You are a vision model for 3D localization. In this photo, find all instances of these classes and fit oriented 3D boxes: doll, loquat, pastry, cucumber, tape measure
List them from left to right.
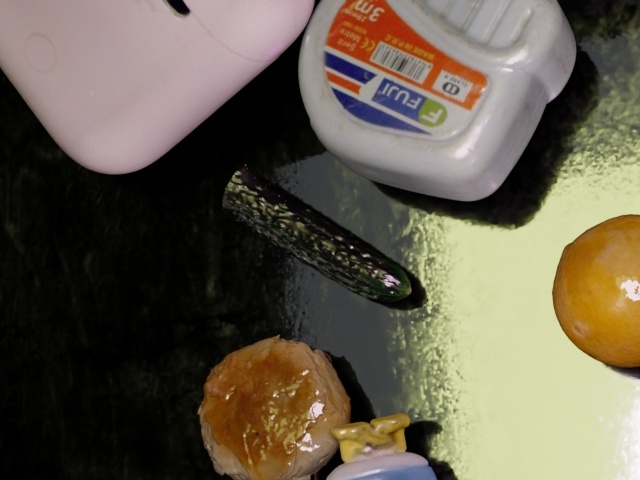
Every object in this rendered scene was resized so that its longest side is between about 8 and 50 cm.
[{"bbox_3d":[-0.046,0.165,1.388,0.153,0.081,0.153,-4,80,24],"label":"pastry"},{"bbox_3d":[0.000,0.000,1.417,0.215,0.058,0.052,31,57,20],"label":"cucumber"},{"bbox_3d":[0.068,0.280,1.315,0.099,0.135,0.241,-30,66,43],"label":"doll"},{"bbox_3d":[0.101,-0.168,1.377,0.243,0.125,0.246,28,88,27],"label":"tape measure"},{"bbox_3d":[0.272,0.041,1.265,0.141,0.141,0.141,-4,78,20],"label":"loquat"}]

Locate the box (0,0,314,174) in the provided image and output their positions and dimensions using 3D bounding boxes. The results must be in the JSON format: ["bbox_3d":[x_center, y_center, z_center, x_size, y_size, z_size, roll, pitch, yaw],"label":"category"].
[{"bbox_3d":[-0.185,-0.245,1.422,0.349,0.141,0.288,-36,89,35],"label":"box"}]
